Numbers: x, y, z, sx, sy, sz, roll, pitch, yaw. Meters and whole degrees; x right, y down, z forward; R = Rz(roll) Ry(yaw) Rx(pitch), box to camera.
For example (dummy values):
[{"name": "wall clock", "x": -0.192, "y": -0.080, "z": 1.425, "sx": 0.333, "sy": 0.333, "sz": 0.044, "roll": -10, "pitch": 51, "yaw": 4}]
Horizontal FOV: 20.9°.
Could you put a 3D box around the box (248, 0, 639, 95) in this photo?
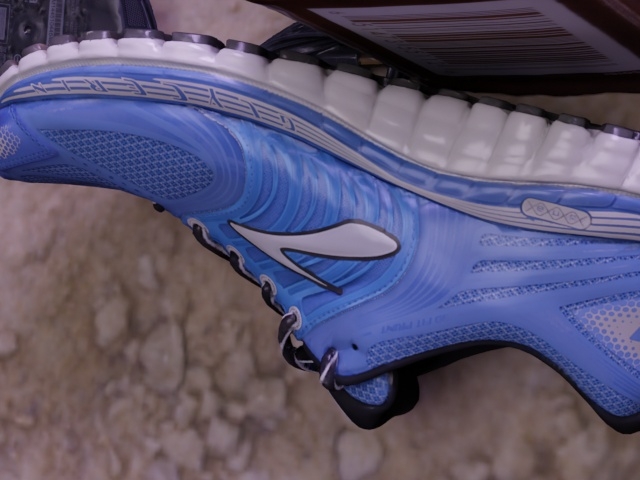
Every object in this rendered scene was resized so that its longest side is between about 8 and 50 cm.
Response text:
[{"name": "box", "x": 0.071, "y": -0.263, "z": 0.689, "sx": 0.143, "sy": 0.191, "sz": 0.381, "roll": 2, "pitch": 84, "yaw": 27}]

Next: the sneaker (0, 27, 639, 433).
[{"name": "sneaker", "x": 0.000, "y": 0.000, "z": 0.717, "sx": 0.330, "sy": 0.130, "sz": 0.147, "roll": 15, "pitch": 94, "yaw": 19}]

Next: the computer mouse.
[{"name": "computer mouse", "x": -0.069, "y": -0.093, "z": 0.830, "sx": 0.242, "sy": 0.041, "sz": 0.071, "roll": 11, "pitch": 97, "yaw": 21}]
